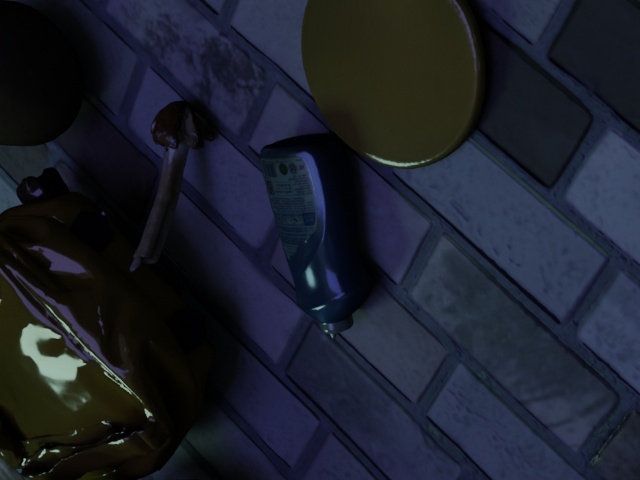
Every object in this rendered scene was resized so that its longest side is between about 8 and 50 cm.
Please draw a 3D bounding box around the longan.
[{"bbox_3d":[-0.353,-0.182,1.582,0.189,0.189,0.189,18,119,36],"label":"longan"}]

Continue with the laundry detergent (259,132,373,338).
[{"bbox_3d":[-0.001,0.001,1.407,0.097,0.061,0.206,-1,107,40],"label":"laundry detergent"}]

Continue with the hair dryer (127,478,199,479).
[{"bbox_3d":[-0.223,0.386,1.480,0.352,0.210,0.125,-102,14,-58],"label":"hair dryer"}]

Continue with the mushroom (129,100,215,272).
[{"bbox_3d":[-0.158,-0.054,1.487,0.061,0.060,0.187,9,85,33],"label":"mushroom"}]

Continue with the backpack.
[{"bbox_3d":[-0.290,0.118,1.618,0.353,0.201,0.378,52,139,-2],"label":"backpack"}]

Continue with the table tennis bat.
[{"bbox_3d":[0.066,-0.211,1.267,0.198,0.050,0.320,26,127,31],"label":"table tennis bat"}]
